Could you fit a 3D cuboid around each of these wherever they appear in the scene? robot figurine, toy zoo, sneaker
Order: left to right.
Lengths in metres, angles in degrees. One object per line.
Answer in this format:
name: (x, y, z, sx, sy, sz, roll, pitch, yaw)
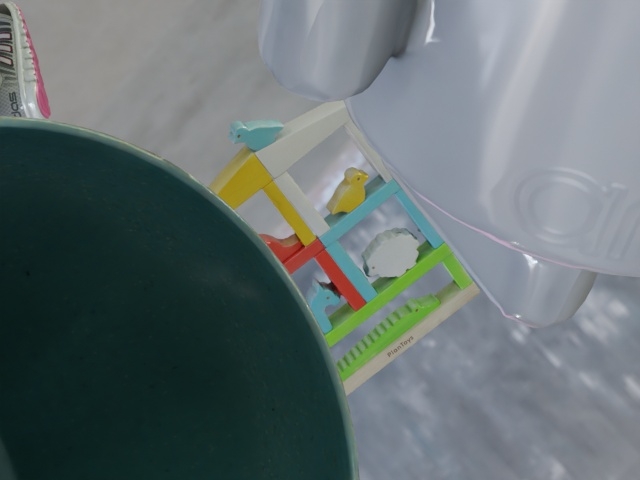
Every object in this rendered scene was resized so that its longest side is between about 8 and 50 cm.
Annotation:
sneaker: (-0.322, -0.176, 1.606, 0.074, 0.170, 0.063, -17, 141, -5)
toy zoo: (0.000, 0.000, 1.498, 0.192, 0.293, 0.030, -38, -152, 0)
robot figurine: (0.115, -0.129, 0.517, 0.300, 0.200, 0.353, -22, 145, -28)

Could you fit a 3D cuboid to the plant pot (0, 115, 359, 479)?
plant pot: (-0.156, 0.112, 0.684, 0.290, 0.290, 0.195, -31, -173, -35)
